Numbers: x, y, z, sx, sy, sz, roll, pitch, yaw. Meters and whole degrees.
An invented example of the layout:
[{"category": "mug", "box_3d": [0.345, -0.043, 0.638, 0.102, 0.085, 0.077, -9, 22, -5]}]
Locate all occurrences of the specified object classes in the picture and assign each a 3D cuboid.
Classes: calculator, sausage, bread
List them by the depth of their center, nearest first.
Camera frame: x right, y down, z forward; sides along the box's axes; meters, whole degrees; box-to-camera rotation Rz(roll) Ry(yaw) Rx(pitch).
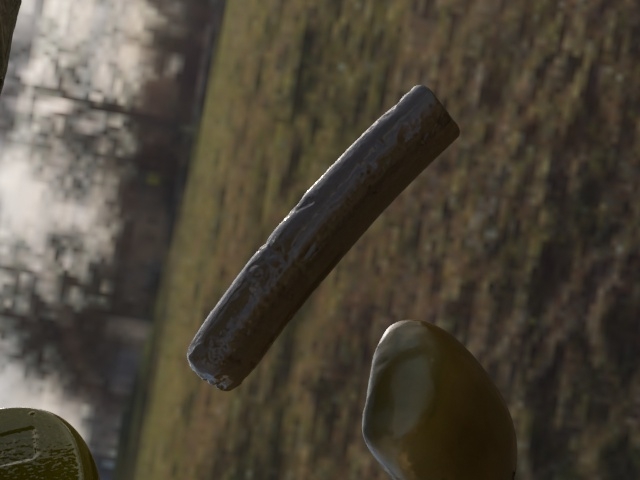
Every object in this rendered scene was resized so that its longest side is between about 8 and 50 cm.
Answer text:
[{"category": "calculator", "box_3d": [-0.217, 0.184, 1.239, 0.235, 0.146, 0.032, -114, 13, -59]}, {"category": "sausage", "box_3d": [-0.001, -0.002, 1.531, 0.301, 0.066, 0.066, -49, 0, -7]}, {"category": "bread", "box_3d": [0.114, 0.167, 1.628, 0.217, 0.098, 0.147, 57, -144, -51]}]

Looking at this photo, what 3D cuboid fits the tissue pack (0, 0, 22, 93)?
[{"category": "tissue pack", "box_3d": [-0.394, -0.164, 1.325, 0.242, 0.338, 0.160, -88, -10, -60]}]
